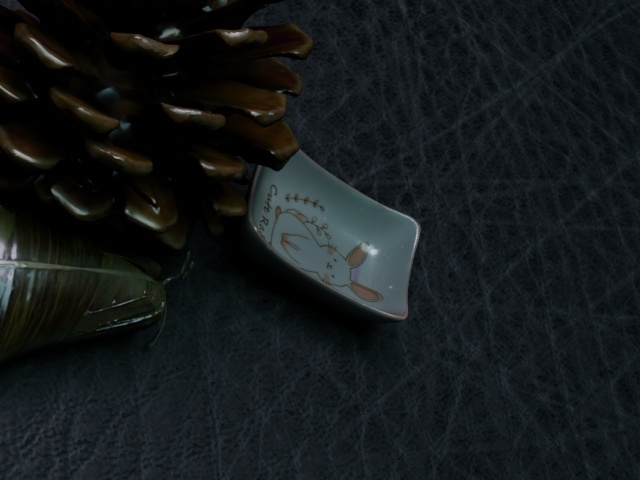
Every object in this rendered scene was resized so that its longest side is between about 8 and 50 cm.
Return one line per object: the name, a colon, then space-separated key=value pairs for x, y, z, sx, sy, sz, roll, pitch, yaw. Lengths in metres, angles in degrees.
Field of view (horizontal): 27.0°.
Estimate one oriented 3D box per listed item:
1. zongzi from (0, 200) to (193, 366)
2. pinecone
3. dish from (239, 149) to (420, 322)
zongzi: x=-0.257 y=0.092 z=1.214 sx=0.248 sy=0.111 sz=0.241 roll=21 pitch=58 yaw=-23
pinecone: x=-0.162 y=-0.200 z=1.264 sx=0.384 sy=0.384 sz=0.384 roll=17 pitch=52 yaw=-23
dish: x=0.000 y=0.000 z=1.446 sx=0.212 sy=0.077 sz=0.151 roll=31 pitch=46 yaw=-21
